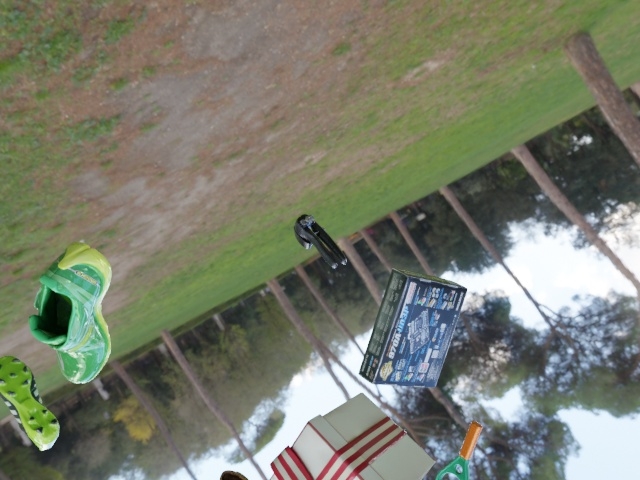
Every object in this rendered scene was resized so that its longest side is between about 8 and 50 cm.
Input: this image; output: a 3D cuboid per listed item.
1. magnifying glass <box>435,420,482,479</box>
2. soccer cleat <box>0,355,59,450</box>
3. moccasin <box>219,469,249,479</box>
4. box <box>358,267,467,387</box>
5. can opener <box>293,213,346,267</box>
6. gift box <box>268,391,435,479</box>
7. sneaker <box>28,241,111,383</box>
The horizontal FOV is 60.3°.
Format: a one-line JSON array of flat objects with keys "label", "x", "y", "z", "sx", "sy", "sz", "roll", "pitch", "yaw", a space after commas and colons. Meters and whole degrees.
[{"label": "magnifying glass", "x": 0.349, "y": 0.558, "z": 1.368, "sx": 0.026, "sy": 0.231, "sz": 0.092, "roll": 8, "pitch": -167, "yaw": -43}, {"label": "soccer cleat", "x": -0.500, "y": 0.274, "z": 0.928, "sx": 0.060, "sy": 0.179, "sz": 0.072, "roll": -20, "pitch": 150, "yaw": -47}, {"label": "moccasin", "x": -0.167, "y": 0.776, "z": 1.526, "sx": 0.139, "sy": 0.147, "sz": 0.380, "roll": -27, "pitch": -146, "yaw": -21}, {"label": "box", "x": 0.184, "y": 0.176, "z": 1.078, "sx": 0.175, "sy": 0.220, "sz": 0.051, "roll": 13, "pitch": -173, "yaw": -35}, {"label": "can opener", "x": 0.000, "y": 0.000, "z": 1.284, "sx": 0.059, "sy": 0.186, "sz": 0.073, "roll": -32, "pitch": 138, "yaw": -20}, {"label": "gift box", "x": 0.049, "y": 0.516, "z": 1.134, "sx": 0.258, "sy": 0.255, "sz": 0.276, "roll": -4, "pitch": 124, "yaw": -57}, {"label": "sneaker", "x": -0.417, "y": 0.134, "z": 0.899, "sx": 0.123, "sy": 0.109, "sz": 0.295, "roll": -45, "pitch": 157, "yaw": -50}]
